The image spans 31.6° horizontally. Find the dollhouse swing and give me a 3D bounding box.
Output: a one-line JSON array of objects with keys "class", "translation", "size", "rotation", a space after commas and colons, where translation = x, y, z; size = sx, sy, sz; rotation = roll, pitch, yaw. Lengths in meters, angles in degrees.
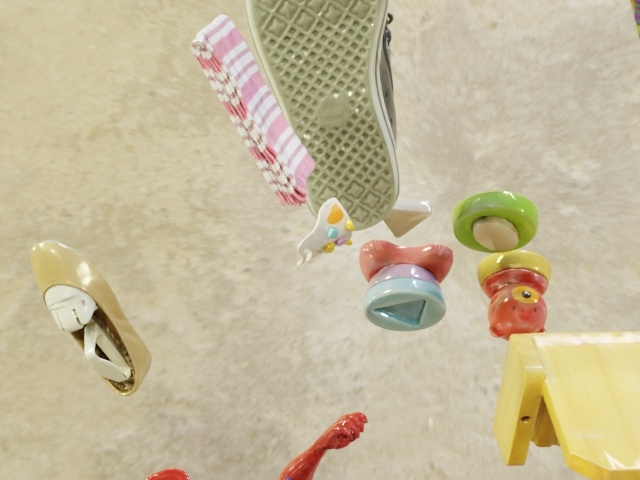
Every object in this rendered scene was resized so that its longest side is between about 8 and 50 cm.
[{"class": "dollhouse swing", "translation": [0.449, 0.293, 1.577], "size": [0.347, 0.305, 0.315], "rotation": [-1, 132, -2]}]

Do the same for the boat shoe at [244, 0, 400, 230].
[{"class": "boat shoe", "translation": [0.009, -0.257, 1.484], "size": [0.187, 0.156, 0.500], "rotation": [-9, 118, 3]}]

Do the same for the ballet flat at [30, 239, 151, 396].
[{"class": "ballet flat", "translation": [-0.275, 0.099, 1.361], "size": [0.080, 0.073, 0.232], "rotation": [-18, 127, 21]}]

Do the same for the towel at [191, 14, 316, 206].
[{"class": "towel", "translation": [-0.063, -0.137, 1.161], "size": [0.029, 0.144, 0.197], "rotation": [-26, 107, 13]}]

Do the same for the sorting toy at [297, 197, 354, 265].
[{"class": "sorting toy", "translation": [0.000, 0.000, 1.394], "size": [0.075, 0.083, 0.045], "rotation": [-37, 71, -18]}]

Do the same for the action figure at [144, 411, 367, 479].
[{"class": "action figure", "translation": [0.006, 0.143, 0.583], "size": [0.139, 0.280, 0.091], "rotation": [-38, 71, -1]}]

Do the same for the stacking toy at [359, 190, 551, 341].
[{"class": "stacking toy", "translation": [0.210, 0.058, 1.748], "size": [0.309, 0.279, 0.130], "rotation": [-1, 56, 6]}]

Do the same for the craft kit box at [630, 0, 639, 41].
[{"class": "craft kit box", "translation": [0.343, -0.119, 0.747], "size": [0.250, 0.246, 0.061], "rotation": [12, 74, 29]}]
